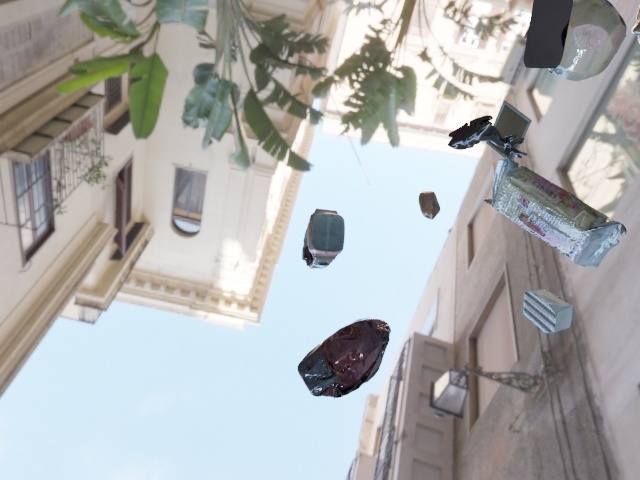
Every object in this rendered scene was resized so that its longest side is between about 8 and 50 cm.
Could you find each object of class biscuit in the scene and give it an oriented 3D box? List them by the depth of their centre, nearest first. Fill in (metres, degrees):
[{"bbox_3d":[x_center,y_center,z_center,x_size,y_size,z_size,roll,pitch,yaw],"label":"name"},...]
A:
[{"bbox_3d":[0.534,-0.066,1.222,0.079,0.186,0.309,-41,-115,-18],"label":"biscuit"}]

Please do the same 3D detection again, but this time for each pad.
[{"bbox_3d":[0.627,-0.607,1.428,0.181,0.267,0.004,-11,-154,-33],"label":"pad"}]

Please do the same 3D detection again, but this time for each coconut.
[{"bbox_3d":[0.799,-0.620,1.591,0.227,0.230,0.227,7,-133,-8],"label":"coconut"}]

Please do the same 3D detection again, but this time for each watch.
[{"bbox_3d":[0.000,0.000,2.300,0.162,0.253,0.241,7,171,-15],"label":"watch"}]

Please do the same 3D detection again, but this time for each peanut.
[{"bbox_3d":[0.419,-0.143,2.037,0.076,0.076,0.152,8,-135,-11],"label":"peanut"}]

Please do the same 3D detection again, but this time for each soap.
[{"bbox_3d":[0.928,0.286,2.144,0.091,0.145,0.230,-10,-158,-9],"label":"soap"}]

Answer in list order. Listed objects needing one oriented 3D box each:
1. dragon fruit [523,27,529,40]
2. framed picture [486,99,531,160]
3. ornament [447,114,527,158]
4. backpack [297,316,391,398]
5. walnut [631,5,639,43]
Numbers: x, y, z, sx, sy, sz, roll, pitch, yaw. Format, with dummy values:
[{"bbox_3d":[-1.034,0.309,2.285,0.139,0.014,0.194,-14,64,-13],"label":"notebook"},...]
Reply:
[{"bbox_3d":[0.962,-0.888,2.265,0.224,0.218,0.148,1,-137,-52],"label":"dragon fruit"},{"bbox_3d":[0.673,-0.388,1.884,0.011,0.183,0.142,-16,-131,-26],"label":"framed picture"},{"bbox_3d":[0.566,-0.309,1.751,0.236,0.202,0.080,24,-113,-24],"label":"ornament"},{"bbox_3d":[0.113,0.388,1.780,0.197,0.317,0.283,53,-165,17],"label":"backpack"},{"bbox_3d":[1.123,-0.709,1.700,0.224,0.224,0.224,11,-147,-7],"label":"walnut"}]
